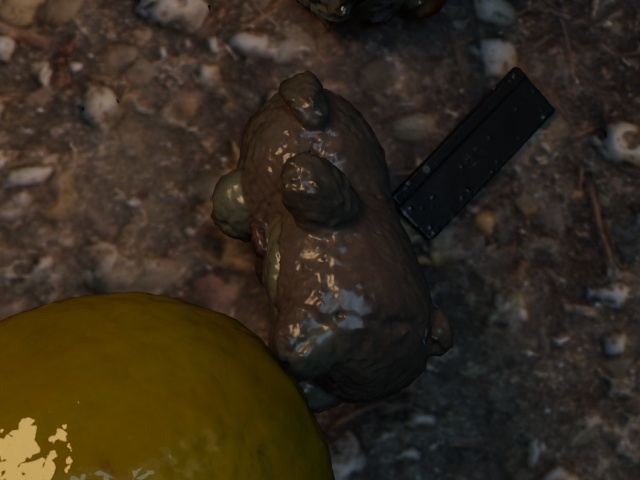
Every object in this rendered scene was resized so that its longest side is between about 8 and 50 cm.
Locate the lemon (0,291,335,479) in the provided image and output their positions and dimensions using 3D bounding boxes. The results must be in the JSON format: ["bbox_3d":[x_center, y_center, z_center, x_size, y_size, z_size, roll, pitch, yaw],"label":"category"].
[{"bbox_3d":[-0.153,0.200,0.896,0.348,0.348,0.348,4,74,-13],"label":"lemon"}]

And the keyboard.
[{"bbox_3d":[0.143,-0.082,1.217,0.060,0.018,0.195,47,69,-6],"label":"keyboard"}]

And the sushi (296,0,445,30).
[{"bbox_3d":[0.023,-0.320,1.188,0.184,0.139,0.274,-38,83,-23],"label":"sushi"}]

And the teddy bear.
[{"bbox_3d":[0.001,0.001,1.044,0.151,0.236,0.267,-19,67,-9],"label":"teddy bear"}]
